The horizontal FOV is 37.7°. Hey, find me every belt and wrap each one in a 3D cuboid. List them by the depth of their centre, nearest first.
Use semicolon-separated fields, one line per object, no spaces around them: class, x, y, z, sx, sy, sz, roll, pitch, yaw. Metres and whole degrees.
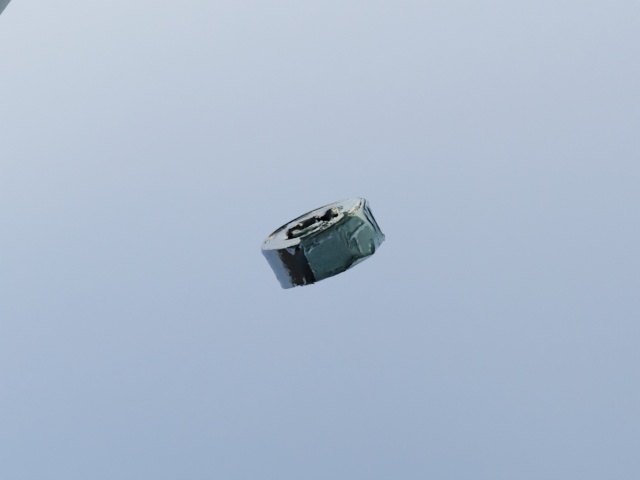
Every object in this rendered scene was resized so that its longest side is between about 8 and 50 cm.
belt;0.000;0.000;0.956;0.140;0.058;0.105;-16;-162;41

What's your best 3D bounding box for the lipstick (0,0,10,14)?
lipstick;-0.164;-0.102;0.332;0.080;0.076;0.371;31;-102;10
